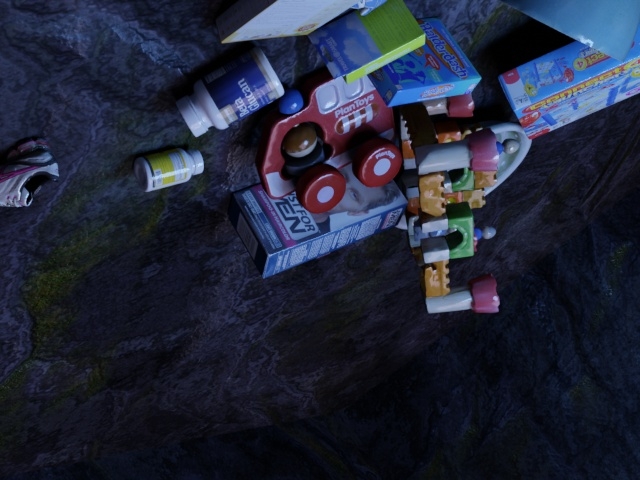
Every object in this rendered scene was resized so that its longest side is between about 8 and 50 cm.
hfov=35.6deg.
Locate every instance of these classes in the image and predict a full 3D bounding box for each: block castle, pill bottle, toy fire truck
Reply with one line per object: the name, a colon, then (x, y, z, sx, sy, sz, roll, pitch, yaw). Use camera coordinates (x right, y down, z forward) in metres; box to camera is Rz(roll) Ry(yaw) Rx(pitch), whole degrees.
block castle: (0.297, -0.090, 2.123, 0.213, 0.303, 0.453, -9, 128, -1)
pill bottle: (-0.154, -0.245, 1.680, 0.169, 0.094, 0.094, -30, 159, 0)
pill bottle: (-0.275, -0.132, 1.817, 0.116, 0.065, 0.065, -17, 155, -30)
toy fire truck: (0.009, -0.214, 1.920, 0.302, 0.169, 0.254, -26, 134, -13)

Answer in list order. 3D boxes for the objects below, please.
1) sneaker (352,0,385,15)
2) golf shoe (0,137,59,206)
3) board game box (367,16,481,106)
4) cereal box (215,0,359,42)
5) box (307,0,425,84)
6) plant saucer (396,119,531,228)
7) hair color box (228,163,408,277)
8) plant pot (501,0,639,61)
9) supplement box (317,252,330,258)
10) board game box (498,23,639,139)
sneaker: (0.057, -0.415, 1.599, 0.081, 0.080, 0.211, -41, 155, 18)
golf shoe: (-0.504, -0.084, 1.598, 0.186, 0.086, 0.067, -32, 160, 9)
board game box: (0.171, -0.330, 1.829, 0.210, 0.160, 0.047, -15, 154, -36)
cereal box: (-0.031, -0.364, 1.513, 0.173, 0.047, 0.240, -13, 177, -34)
box: (0.080, -0.349, 1.735, 0.178, 0.109, 0.042, -28, 160, -6)
plant saucer: (0.322, -0.182, 2.438, 0.400, 0.100, 0.400, -26, 159, -11)
hair color box: (-0.005, -0.067, 2.164, 0.347, 0.174, 0.105, -21, 156, -23)
plant pot: (0.462, -0.472, 1.784, 0.290, 0.290, 0.195, 2, 121, -54)
supplement box: (0.000, 0.000, 2.485, 0.043, 0.055, 0.083, -22, 157, -16)
board game box: (0.558, -0.343, 2.145, 0.308, 0.086, 0.302, -23, 168, 15)
